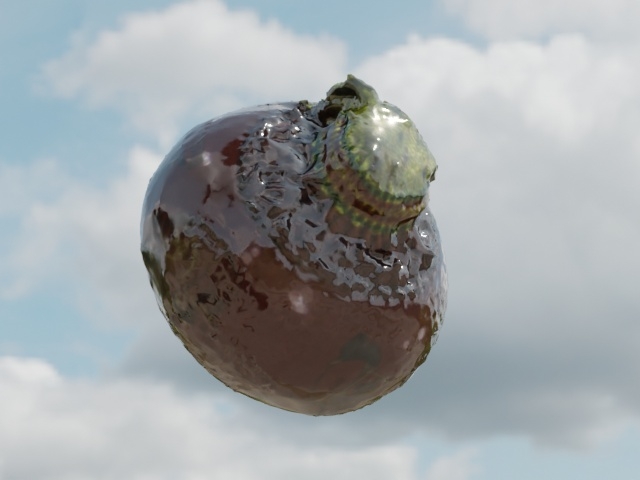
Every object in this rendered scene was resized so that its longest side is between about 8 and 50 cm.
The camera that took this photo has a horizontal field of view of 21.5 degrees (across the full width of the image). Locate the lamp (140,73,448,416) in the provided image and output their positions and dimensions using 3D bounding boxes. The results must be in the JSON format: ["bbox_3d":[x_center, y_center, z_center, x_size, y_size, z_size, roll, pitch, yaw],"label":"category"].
[{"bbox_3d":[-0.004,0.000,0.783,0.156,0.157,0.135,-5,-25,-48],"label":"lamp"}]
